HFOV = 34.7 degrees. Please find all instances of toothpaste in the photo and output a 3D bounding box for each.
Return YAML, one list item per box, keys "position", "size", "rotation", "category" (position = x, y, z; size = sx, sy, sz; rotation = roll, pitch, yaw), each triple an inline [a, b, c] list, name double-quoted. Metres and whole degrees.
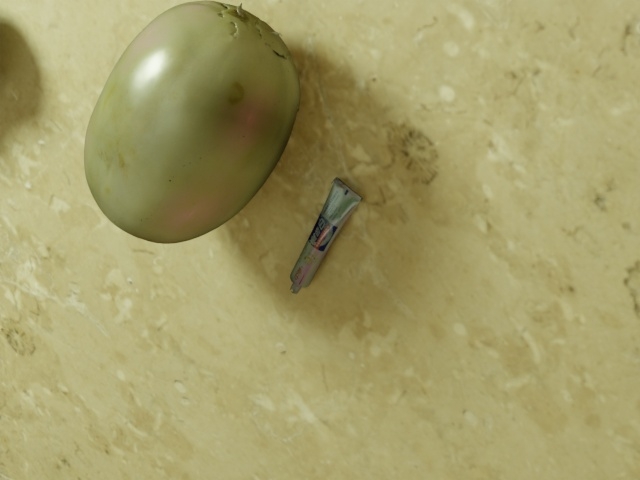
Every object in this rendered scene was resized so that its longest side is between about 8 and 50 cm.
- position: [0.000, 0.000, 1.281]
  size: [0.045, 0.028, 0.170]
  rotation: [41, 122, 22]
  category: "toothpaste"

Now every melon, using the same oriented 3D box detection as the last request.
- position: [-0.152, -0.137, 1.211]
  size: [0.223, 0.223, 0.317]
  rotation: [42, 119, 13]
  category: "melon"
